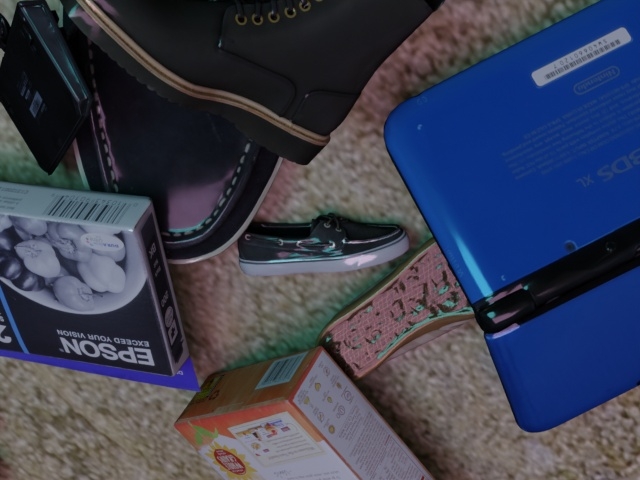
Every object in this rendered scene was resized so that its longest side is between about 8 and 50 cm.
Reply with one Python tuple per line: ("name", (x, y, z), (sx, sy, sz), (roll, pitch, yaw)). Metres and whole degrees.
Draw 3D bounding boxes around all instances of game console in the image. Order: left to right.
("game console", (0.229, -0.028, 0.664), (0.293, 0.173, 0.250), (-27, 75, 1))

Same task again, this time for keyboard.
("keyboard", (-0.200, -0.113, 0.618), (0.023, 0.180, 0.108), (-33, 96, -26))

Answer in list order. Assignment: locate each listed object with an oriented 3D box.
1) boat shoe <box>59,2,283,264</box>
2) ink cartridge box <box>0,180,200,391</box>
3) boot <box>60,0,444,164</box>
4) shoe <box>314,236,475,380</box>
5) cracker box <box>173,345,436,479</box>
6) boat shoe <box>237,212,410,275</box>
("boat shoe", (-0.080, -0.198, 0.573), (0.187, 0.156, 0.500), (13, 115, -5))
("ink cartridge box", (-0.210, 0.048, 0.697), (0.206, 0.045, 0.208), (7, 131, 16))
("boot", (-0.033, -0.136, 0.496), (0.137, 0.077, 0.198), (-46, 143, 20))
("shoe", (0.091, 0.041, 0.729), (0.219, 0.058, 0.076), (-31, 89, 11))
("cracker box", (0.005, 0.205, 0.762), (0.156, 0.067, 0.232), (-21, 114, 43))
("boat shoe", (0.000, 0.000, 0.714), (0.142, 0.049, 0.040), (-7, 113, 8))
